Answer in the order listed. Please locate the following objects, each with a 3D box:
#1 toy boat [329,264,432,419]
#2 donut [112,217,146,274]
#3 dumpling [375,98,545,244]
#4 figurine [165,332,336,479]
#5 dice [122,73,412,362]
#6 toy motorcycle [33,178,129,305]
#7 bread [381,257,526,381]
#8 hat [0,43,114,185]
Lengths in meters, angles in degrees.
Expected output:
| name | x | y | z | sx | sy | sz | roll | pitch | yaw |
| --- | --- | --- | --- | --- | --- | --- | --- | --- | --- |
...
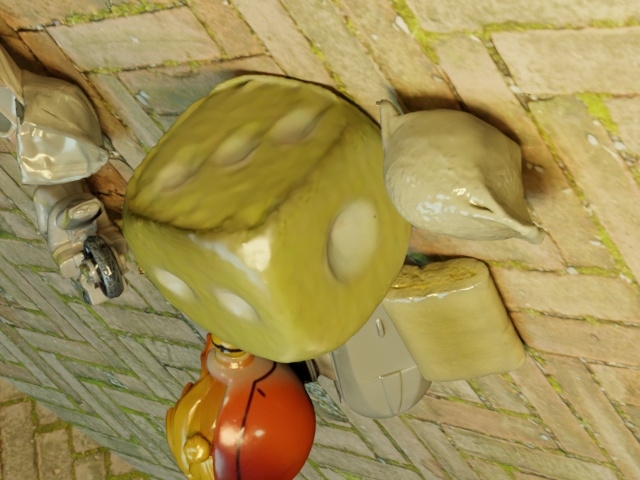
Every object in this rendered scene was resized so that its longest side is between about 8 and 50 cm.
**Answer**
| name | x | y | z | sx | sy | sz | roll | pitch | yaw |
| --- | --- | --- | --- | --- | --- | --- | --- | --- | --- |
| toy boat | 0.069 | 0.125 | 1.932 | 0.140 | 0.141 | 0.269 | 27 | 156 | 20 |
| donut | -0.273 | 0.005 | 2.270 | 0.067 | 0.083 | 0.038 | 13 | 155 | -36 |
| dumpling | 0.144 | -0.052 | 1.488 | 0.215 | 0.126 | 0.166 | 12 | 163 | 40 |
| figurine | -0.083 | 0.225 | 2.089 | 0.196 | 0.323 | 0.320 | 26 | 157 | 25 |
| dice | -0.054 | -0.024 | 1.666 | 0.233 | 0.238 | 0.227 | 18 | 151 | 39 |
| toy motorcycle | -0.361 | -0.010 | 2.265 | 0.223 | 0.107 | 0.340 | 69 | 164 | -6 |
| bread | 0.157 | 0.095 | 1.794 | 0.139 | 0.060 | 0.178 | -8 | 137 | 19 |
| hat | -0.382 | -0.196 | 2.022 | 0.219 | 0.164 | 0.226 | 131 | 125 | -68 |
